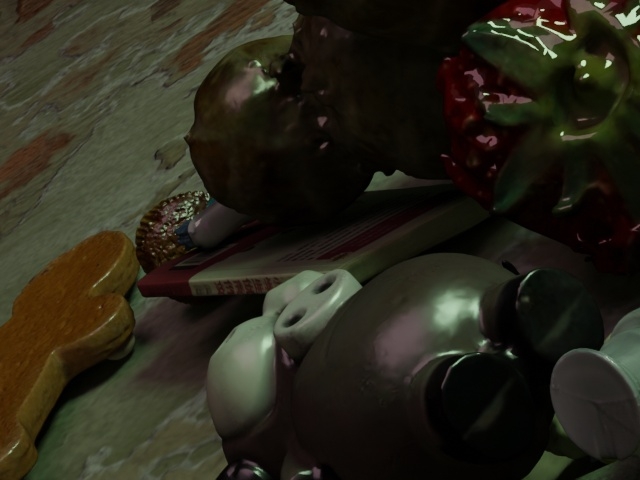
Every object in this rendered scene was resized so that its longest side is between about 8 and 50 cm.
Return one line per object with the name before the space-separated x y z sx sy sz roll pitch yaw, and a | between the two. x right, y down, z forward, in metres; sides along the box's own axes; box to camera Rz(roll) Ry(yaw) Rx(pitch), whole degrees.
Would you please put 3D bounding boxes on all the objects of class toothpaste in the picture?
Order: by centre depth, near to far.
toothpaste | 0.202 0.036 0.829 0.234 0.057 0.089 -21 11 -37

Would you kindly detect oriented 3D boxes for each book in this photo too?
book | 0.000 0.000 1.216 0.162 0.022 0.232 -28 15 -35

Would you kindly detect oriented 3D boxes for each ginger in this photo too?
ginger | 0.058 -0.148 1.106 0.256 0.375 0.176 -5 58 -15

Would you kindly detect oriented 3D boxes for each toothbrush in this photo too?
toothbrush | 0.050 -0.118 1.350 0.418 0.042 0.040 -40 14 -26

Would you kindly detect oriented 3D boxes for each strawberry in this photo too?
strawberry | 0.173 -0.070 0.999 0.187 0.184 0.201 -32 -6 23

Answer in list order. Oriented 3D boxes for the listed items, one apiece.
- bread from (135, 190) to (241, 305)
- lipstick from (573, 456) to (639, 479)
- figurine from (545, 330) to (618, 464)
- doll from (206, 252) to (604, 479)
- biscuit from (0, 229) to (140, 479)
bread | -0.093 0.005 1.324 0.085 0.085 0.053 -43 16 -16
lipstick | 0.125 0.131 0.816 0.312 0.051 0.051 -27 22 17
figurine | 0.150 0.080 0.887 0.083 0.047 0.050 -48 35 -14
doll | 0.031 0.077 0.902 0.182 0.117 0.257 -44 17 -26
biscuit | -0.224 0.102 1.368 0.205 0.049 0.324 -21 28 31
